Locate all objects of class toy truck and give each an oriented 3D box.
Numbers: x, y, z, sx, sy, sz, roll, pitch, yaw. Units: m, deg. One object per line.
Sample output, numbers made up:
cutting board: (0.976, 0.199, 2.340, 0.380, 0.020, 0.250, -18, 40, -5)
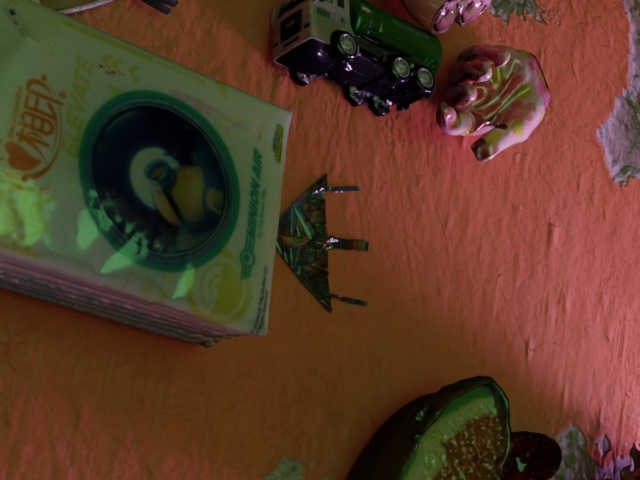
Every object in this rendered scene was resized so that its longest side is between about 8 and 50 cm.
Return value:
toy truck: (0.055, -0.250, 1.821, 0.242, 0.101, 0.125, 17, 63, -37)

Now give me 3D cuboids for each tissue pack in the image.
tissue pack: (-0.228, -0.065, 1.510, 0.388, 0.162, 0.287, 20, 63, -33)

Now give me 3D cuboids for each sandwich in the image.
sandwich: (0.141, 0.297, 1.743, 0.212, 0.109, 0.292, 41, 59, -31)

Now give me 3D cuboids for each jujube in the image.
jujube: (0.269, 0.288, 1.863, 0.129, 0.077, 0.077, -5, 81, -44)

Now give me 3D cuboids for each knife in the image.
knife: (-0.318, -0.270, 1.581, 0.256, 0.022, 0.046, -19, 84, -44)

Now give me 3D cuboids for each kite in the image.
kite: (0.000, 0.000, 1.767, 0.160, 0.010, 0.183, 7, 74, -37)

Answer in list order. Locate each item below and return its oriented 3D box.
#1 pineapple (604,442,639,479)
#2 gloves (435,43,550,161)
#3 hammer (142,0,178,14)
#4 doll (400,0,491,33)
pineapple: (0.520, 0.416, 1.875, 0.352, 0.352, 0.300, 50, 64, -17)
gloves: (0.221, -0.195, 1.925, 0.241, 0.126, 0.145, -15, 112, -42)
hammer: (-0.133, -0.353, 1.738, 0.287, 0.033, 0.111, -24, 85, -41)
doll: (0.118, -0.438, 1.877, 0.268, 0.216, 0.284, 41, 39, 24)
